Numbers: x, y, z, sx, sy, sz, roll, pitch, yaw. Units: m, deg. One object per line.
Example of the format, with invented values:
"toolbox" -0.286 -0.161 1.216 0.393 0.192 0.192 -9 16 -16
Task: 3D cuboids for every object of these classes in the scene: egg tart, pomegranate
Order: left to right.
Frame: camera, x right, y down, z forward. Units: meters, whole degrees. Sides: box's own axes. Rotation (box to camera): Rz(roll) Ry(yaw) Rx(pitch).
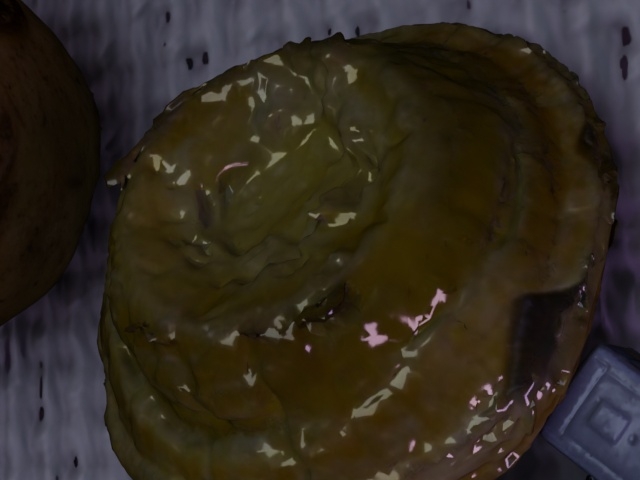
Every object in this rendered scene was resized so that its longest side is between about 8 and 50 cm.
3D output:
"pomegranate" -0.272 -0.058 0.821 0.281 0.281 0.281 -4 83 34
"egg tart" 0.000 0.000 0.670 0.290 0.115 0.290 -17 52 23

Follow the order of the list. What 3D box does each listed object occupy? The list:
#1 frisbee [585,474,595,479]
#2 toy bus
"frisbee" 0.103 0.185 0.693 0.187 0.012 0.211 -50 60 19
"toy bus" 0.185 0.116 0.600 0.190 0.075 0.064 38 99 33
